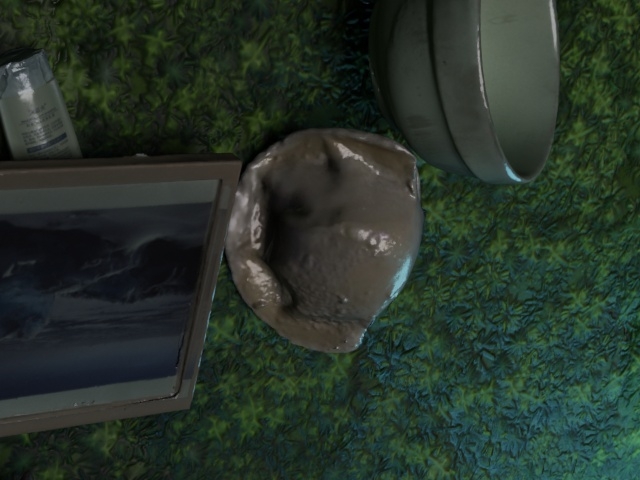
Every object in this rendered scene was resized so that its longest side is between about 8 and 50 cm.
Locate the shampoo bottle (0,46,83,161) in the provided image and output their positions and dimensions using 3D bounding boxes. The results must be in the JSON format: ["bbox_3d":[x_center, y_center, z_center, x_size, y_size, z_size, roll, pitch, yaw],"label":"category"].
[{"bbox_3d":[-0.279,-0.090,1.402,0.072,0.049,0.212,-23,120,-23],"label":"shampoo bottle"}]

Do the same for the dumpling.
[{"bbox_3d":[0.001,0.000,1.579,0.227,0.175,0.243,13,84,-8],"label":"dumpling"}]

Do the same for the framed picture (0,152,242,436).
[{"bbox_3d":[-0.304,0.064,1.412,0.446,0.028,0.326,-5,122,-34],"label":"framed picture"}]

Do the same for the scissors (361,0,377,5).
[{"bbox_3d":[0.003,-0.326,1.527,0.204,0.027,0.101,37,87,-37],"label":"scissors"}]

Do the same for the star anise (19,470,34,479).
[{"bbox_3d":[-0.348,0.386,1.493,0.315,0.108,0.315,-17,124,-27],"label":"star anise"}]

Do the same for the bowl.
[{"bbox_3d":[0.159,-0.210,1.553,0.307,0.163,0.307,16,72,-62],"label":"bowl"}]
